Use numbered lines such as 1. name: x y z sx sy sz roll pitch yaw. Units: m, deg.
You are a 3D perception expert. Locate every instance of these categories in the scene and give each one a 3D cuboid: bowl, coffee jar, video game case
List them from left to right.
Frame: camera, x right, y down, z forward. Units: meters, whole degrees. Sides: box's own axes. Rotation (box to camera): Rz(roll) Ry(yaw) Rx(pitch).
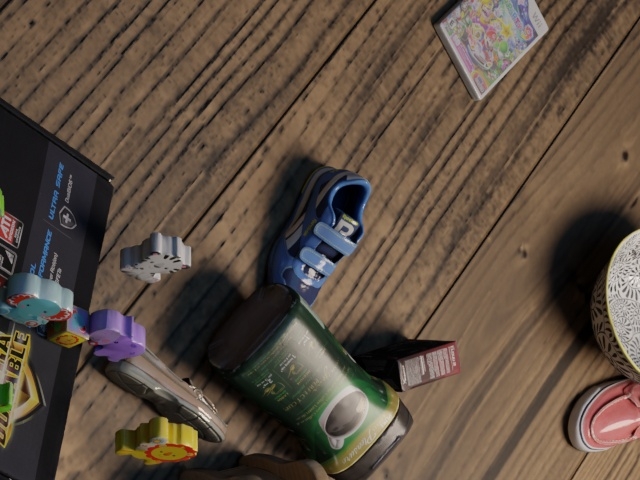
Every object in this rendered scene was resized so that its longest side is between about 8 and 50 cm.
1. coffee jar: -0.006 0.126 1.689 0.096 0.079 0.184 -48 120 -8
2. video game case: 0.164 -0.203 1.891 0.122 0.011 0.087 -46 117 -32
3. bowl: 0.322 0.079 1.964 0.170 0.080 0.170 13 66 -30

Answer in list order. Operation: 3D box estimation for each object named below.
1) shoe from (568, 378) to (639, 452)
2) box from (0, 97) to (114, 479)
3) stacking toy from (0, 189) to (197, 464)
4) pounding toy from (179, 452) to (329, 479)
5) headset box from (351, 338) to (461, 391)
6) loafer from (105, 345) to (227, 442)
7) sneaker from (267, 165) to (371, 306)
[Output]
1. shoe: 0.330 0.166 1.979 0.178 0.081 0.063 -18 100 -39
2. box: -0.293 0.008 1.400 0.293 0.073 0.295 38 45 -34
3. stacking toy: -0.175 0.055 1.418 0.221 0.052 0.167 25 52 -43
4. pounding toy: -0.011 0.303 1.655 0.155 0.154 0.269 -9 76 -40
5. headset box: 0.080 0.110 1.779 0.083 0.062 0.032 -16 100 -39
6. loafer: -0.119 0.121 1.623 0.125 0.045 0.039 38 59 -30
7. sneaker: 0.000 0.000 1.715 0.053 0.059 0.144 32 71 -37
